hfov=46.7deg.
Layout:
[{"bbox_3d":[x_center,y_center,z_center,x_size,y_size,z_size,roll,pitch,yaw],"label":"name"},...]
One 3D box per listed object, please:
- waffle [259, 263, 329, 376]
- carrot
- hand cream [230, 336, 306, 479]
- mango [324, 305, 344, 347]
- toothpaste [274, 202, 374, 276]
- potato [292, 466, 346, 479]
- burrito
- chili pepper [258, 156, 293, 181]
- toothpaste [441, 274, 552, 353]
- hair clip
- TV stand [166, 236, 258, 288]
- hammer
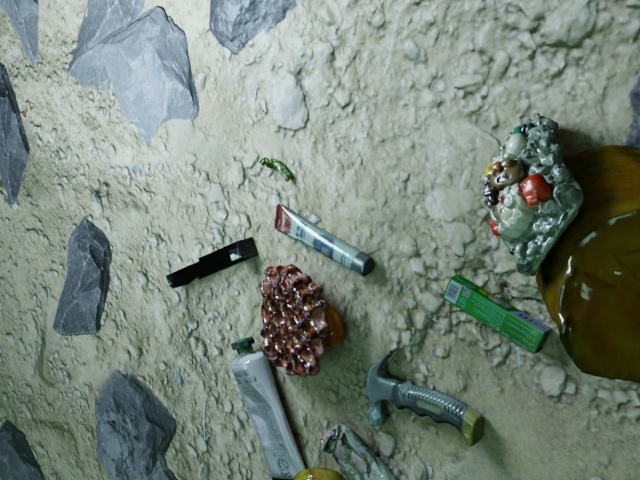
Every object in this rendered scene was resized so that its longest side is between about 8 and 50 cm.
[{"bbox_3d":[-0.053,0.154,1.433,0.234,0.055,0.221,7,98,59],"label":"waffle"},{"bbox_3d":[0.396,0.019,0.960,0.242,0.340,0.241,4,113,9],"label":"carrot"},{"bbox_3d":[-0.111,0.367,1.563,0.121,0.076,0.336,-13,98,46],"label":"hand cream"},{"bbox_3d":[0.014,0.160,1.415,0.060,0.046,0.089,-38,71,40],"label":"mango"},{"bbox_3d":[0.000,0.000,1.397,0.239,0.039,0.062,30,125,33],"label":"toothpaste"},{"bbox_3d":[0.007,0.522,1.445,0.137,0.137,0.176,7,138,38],"label":"potato"},{"bbox_3d":[0.116,0.472,1.390,0.309,0.066,0.096,46,127,21],"label":"burrito"},{"bbox_3d":[-0.086,-0.143,1.444,0.083,0.022,0.027,34,118,24],"label":"chili pepper"},{"bbox_3d":[0.281,0.117,1.193,0.178,0.037,0.043,32,115,30],"label":"toothpaste"},{"bbox_3d":[0.262,-0.083,0.980,0.091,0.321,0.138,25,118,-4],"label":"hair clip"},{"bbox_3d":[-0.238,0.051,1.596,0.256,0.049,0.040,-22,87,40],"label":"TV stand"},{"bbox_3d":[0.180,0.286,1.312,0.226,0.041,0.158,17,113,36],"label":"hammer"}]
